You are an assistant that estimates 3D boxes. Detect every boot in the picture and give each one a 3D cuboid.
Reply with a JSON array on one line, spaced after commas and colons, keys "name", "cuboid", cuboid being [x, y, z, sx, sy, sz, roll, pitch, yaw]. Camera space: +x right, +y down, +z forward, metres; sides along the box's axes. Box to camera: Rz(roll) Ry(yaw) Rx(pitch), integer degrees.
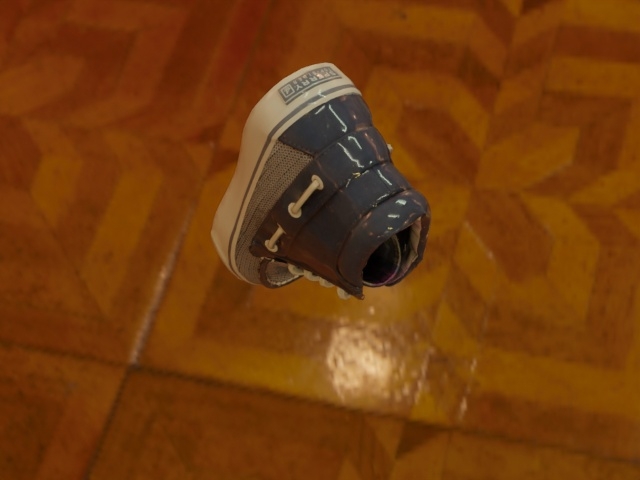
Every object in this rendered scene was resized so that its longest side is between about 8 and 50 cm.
[{"name": "boot", "cuboid": [0.000, 0.000, 0.801, 0.069, 0.190, 0.086, -29, 73, -15]}]
